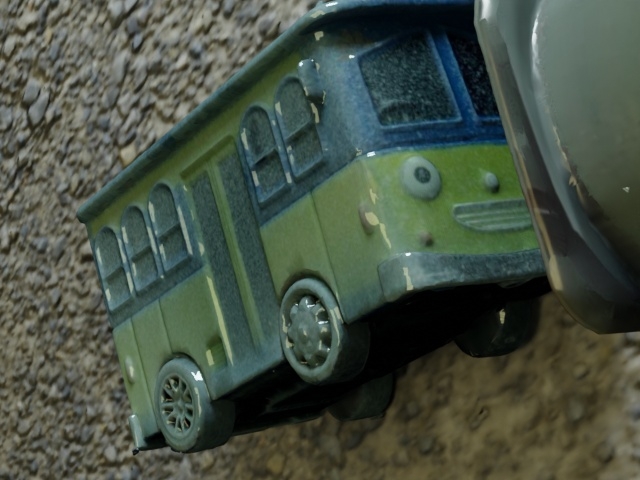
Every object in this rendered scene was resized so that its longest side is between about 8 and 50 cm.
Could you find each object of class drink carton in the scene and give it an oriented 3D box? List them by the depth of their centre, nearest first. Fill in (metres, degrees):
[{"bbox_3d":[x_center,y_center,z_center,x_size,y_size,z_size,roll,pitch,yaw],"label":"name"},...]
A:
[{"bbox_3d":[0.191,-0.080,0.694,0.189,0.185,0.191,-31,67,48],"label":"drink carton"}]

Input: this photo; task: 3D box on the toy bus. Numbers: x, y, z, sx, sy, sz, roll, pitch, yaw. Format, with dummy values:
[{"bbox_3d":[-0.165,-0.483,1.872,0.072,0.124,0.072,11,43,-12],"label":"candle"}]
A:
[{"bbox_3d":[0.000,0.000,0.983,0.312,0.152,0.190,-33,68,51],"label":"toy bus"}]
